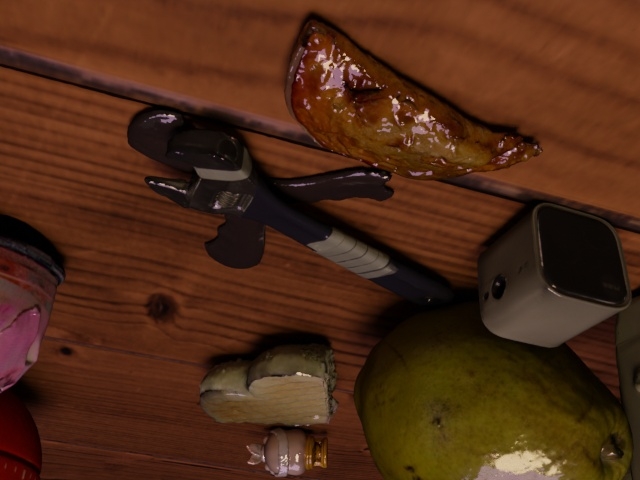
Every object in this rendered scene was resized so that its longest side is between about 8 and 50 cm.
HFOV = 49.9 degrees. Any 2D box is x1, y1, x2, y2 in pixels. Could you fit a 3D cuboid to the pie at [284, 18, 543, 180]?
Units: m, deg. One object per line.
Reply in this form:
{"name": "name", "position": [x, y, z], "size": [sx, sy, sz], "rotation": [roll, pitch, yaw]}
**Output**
{"name": "pie", "position": [0.051, -0.071, 0.456], "size": [0.191, 0.033, 0.088], "rotation": [21, 149, -25]}

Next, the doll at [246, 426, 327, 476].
{"name": "doll", "position": [-0.052, 0.331, 1.087], "size": [0.127, 0.073, 0.084], "rotation": [0, 180, 3]}

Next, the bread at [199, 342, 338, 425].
{"name": "bread", "position": [-0.040, 0.176, 0.834], "size": [0.173, 0.064, 0.232], "rotation": [25, 144, -30]}

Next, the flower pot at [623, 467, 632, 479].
{"name": "flower pot", "position": [0.375, 0.348, 0.905], "size": [0.368, 0.164, 0.254], "rotation": [-11, 171, 10]}

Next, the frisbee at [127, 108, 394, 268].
{"name": "frisbee", "position": [-0.036, -0.037, 0.537], "size": [0.188, 0.012, 0.211], "rotation": [-6, 147, 16]}

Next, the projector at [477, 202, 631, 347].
{"name": "projector", "position": [0.182, 0.029, 0.548], "size": [0.083, 0.083, 0.082], "rotation": [14, 147, -15]}

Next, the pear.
{"name": "pear", "position": [0.150, 0.162, 0.649], "size": [0.212, 0.212, 0.269], "rotation": [33, 166, -37]}

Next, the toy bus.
{"name": "toy bus", "position": [-0.393, 0.070, 0.641], "size": [0.303, 0.147, 0.127], "rotation": [-6, 152, 18]}

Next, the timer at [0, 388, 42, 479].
{"name": "timer", "position": [-0.564, 0.297, 0.897], "size": [0.378, 0.279, 0.378], "rotation": [1, 148, 1]}

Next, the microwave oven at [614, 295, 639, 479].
{"name": "microwave oven", "position": [0.477, 0.196, 0.558], "size": [0.395, 0.332, 0.247], "rotation": [13, 152, -13]}

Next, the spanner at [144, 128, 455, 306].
{"name": "spanner", "position": [0.000, 0.000, 0.566], "size": [0.316, 0.024, 0.087], "rotation": [28, 142, -37]}
